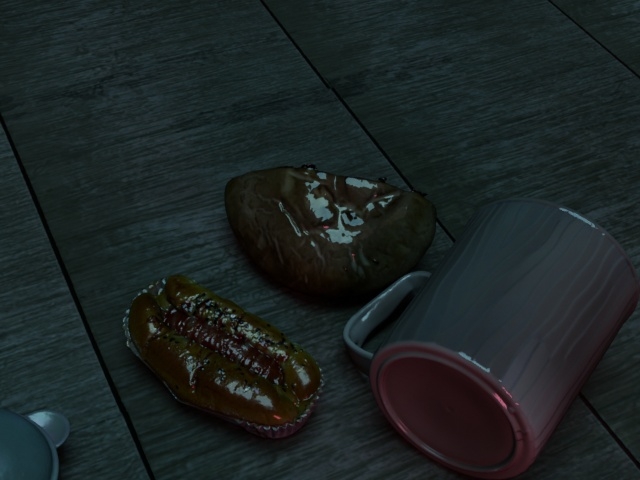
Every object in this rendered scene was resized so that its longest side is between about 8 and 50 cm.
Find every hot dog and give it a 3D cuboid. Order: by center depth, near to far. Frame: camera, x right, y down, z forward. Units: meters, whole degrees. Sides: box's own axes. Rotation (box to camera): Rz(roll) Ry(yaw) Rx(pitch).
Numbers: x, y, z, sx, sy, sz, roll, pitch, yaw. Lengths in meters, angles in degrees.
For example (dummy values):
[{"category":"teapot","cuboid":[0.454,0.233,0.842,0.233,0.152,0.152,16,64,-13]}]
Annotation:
[{"category":"hot dog","cuboid":[-0.118,0.135,1.132,0.268,0.075,0.144,31,48,21]}]

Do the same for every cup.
[{"category":"cup","cuboid":[0.179,0.091,1.105,0.288,0.208,0.273,27,51,20]}]

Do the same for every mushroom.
[{"category":"mushroom","cuboid":[0.000,0.000,1.251,0.286,0.156,0.151,8,70,12]}]

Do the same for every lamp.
[{"category":"lamp","cuboid":[-0.361,0.259,0.969,0.180,0.108,0.246,5,45,7]}]
